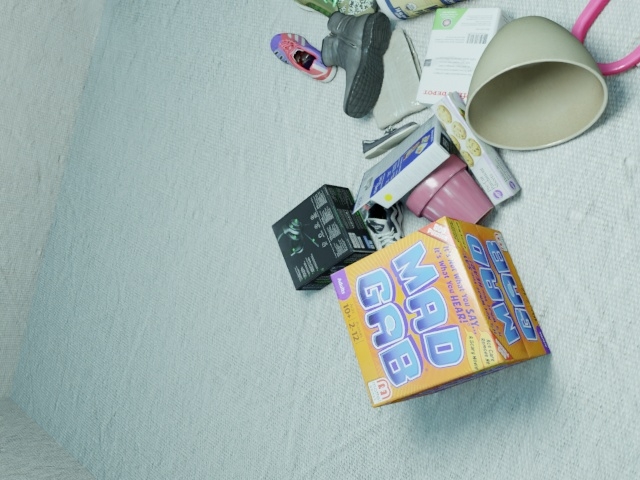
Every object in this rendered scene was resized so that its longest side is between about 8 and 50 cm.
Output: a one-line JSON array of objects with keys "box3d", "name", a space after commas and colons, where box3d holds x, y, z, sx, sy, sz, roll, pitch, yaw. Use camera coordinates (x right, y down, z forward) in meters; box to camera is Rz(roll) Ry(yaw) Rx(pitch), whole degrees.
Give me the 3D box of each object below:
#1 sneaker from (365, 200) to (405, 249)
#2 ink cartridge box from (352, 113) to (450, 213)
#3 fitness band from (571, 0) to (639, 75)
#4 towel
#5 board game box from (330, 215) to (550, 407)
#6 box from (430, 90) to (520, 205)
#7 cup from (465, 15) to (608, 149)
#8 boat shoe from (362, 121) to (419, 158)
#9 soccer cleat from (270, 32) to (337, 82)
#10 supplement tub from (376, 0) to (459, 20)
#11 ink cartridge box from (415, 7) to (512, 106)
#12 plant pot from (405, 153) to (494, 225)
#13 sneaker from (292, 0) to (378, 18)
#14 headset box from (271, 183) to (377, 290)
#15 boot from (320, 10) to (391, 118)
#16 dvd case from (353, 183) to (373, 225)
[{"box3d": [0.190, -0.018, 1.850, 0.094, 0.153, 0.234, -2, 84, 37], "name": "sneaker"}, {"box3d": [0.237, -0.211, 1.770, 0.072, 0.303, 0.307, 41, 118, -12], "name": "ink cartridge box"}, {"box3d": [0.757, -0.547, 1.552, 0.209, 0.054, 0.291, 45, 110, 31], "name": "fitness band"}, {"box3d": [0.224, -0.504, 1.946, 0.187, 0.049, 0.282, -23, 73, 34], "name": "towel"}, {"box3d": [0.310, 0.190, 1.612, 0.357, 0.356, 0.356, -29, 68, 31], "name": "board game box"}, {"box3d": [0.419, -0.251, 1.685, 0.067, 0.063, 0.324, -33, 89, 43], "name": "box"}, {"box3d": [0.528, -0.421, 1.573, 0.331, 0.331, 0.236, -18, 55, 34], "name": "cup"}, {"box3d": [0.209, -0.322, 1.920, 0.206, 0.075, 0.065, -28, 72, 36], "name": "boat shoe"}, {"box3d": [-0.080, -0.645, 2.142, 0.318, 0.116, 0.108, 41, 109, 32], "name": "soccer cleat"}, {"box3d": [0.325, -0.783, 1.788, 0.316, 0.228, 0.228, -6, 81, 36], "name": "supplement tub"}, {"box3d": [0.407, -0.505, 1.767, 0.198, 0.115, 0.272, 15, 95, 37], "name": "ink cartridge box"}, {"box3d": [0.367, -0.107, 1.718, 0.180, 0.201, 0.201, 46, 112, 13], "name": "plant pot"}, {"box3d": [0.010, -0.817, 2.054, 0.410, 0.182, 0.158, 28, 101, 35], "name": "sneaker"}, {"box3d": [0.000, 0.000, 1.993, 0.283, 0.131, 0.246, -37, 66, 32], "name": "headset box"}, {"box3d": [0.089, -0.553, 1.970, 0.223, 0.118, 0.338, 16, 90, 44], "name": "boot"}, {"box3d": [0.136, -0.110, 1.987, 0.087, 0.013, 0.119, 35, 105, 34], "name": "dvd case"}]
